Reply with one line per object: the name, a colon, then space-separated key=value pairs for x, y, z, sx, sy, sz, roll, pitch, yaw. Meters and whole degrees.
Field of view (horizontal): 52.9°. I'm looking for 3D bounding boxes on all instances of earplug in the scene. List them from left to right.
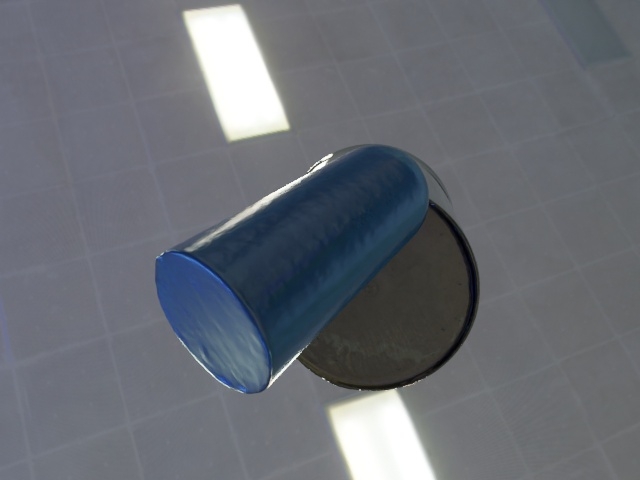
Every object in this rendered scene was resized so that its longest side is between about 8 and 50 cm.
earplug: x=0.000 y=0.000 z=0.579 sx=0.132 sy=0.132 sz=0.273 roll=44 pitch=-127 yaw=12

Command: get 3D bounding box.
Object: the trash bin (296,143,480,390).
trash bin: x=0.072 y=0.012 z=0.921 sx=0.280 sy=0.432 sz=0.281 roll=1 pitch=-78 yaw=4
